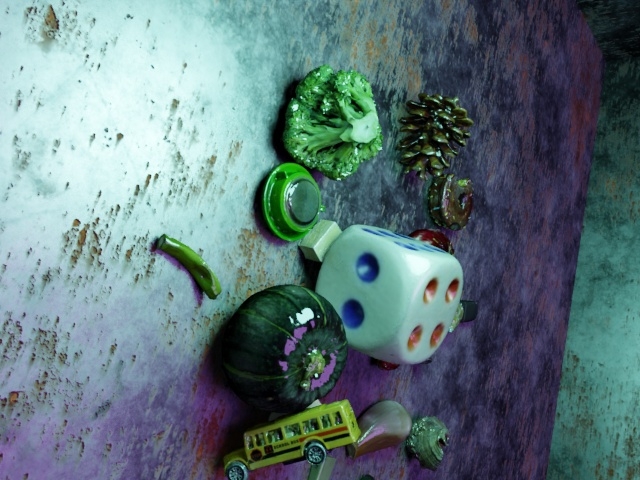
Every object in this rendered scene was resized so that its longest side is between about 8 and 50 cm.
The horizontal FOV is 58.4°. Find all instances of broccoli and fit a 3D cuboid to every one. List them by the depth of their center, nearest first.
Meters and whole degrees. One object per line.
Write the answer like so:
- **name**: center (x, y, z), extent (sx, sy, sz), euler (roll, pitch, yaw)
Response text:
- **broccoli**: center (0.045, -0.308, 1.523), extent (0.307, 0.275, 0.308), euler (-7, 112, -19)

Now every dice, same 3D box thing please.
- **dice**: center (0.185, 0.142, 1.570), extent (0.276, 0.304, 0.305), euler (7, 104, -49)

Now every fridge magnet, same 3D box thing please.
- **fridge magnet**: center (-0.072, -0.102, 1.519), extent (0.208, 0.088, 0.208), euler (-4, 96, -48)

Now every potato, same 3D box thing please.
- **potato**: center (0.001, -0.002, 1.614), extent (0.122, 0.086, 0.061), euler (-52, 130, -25)

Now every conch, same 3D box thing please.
- **conch**: center (0.394, 0.719, 2.027), extent (0.162, 0.245, 0.179), euler (-5, 77, -10)
- **conch**: center (0.493, 0.281, 2.173), extent (0.173, 0.106, 0.116), euler (18, 98, -62)

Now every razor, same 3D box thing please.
- **razor**: center (0.587, 0.285, 2.311), extent (0.148, 0.054, 0.090), euler (6, 91, -48)

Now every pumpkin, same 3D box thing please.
- **pumpkin**: center (-0.085, 0.266, 1.411), extent (0.323, 0.241, 0.324), euler (-6, 99, -45)

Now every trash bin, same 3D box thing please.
- **trash bin**: center (0.003, 0.678, 1.684), extent (0.061, 0.043, 0.092), euler (34, 68, -44)

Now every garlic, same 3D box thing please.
- **garlic**: center (0.202, 0.614, 1.875), extent (0.318, 0.112, 0.143), euler (-9, 102, -37)

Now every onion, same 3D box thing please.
- **onion**: center (0.302, 0.100, 1.870), extent (0.314, 0.232, 0.314), euler (-37, 143, -35)

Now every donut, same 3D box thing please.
- **donut**: center (0.487, -0.145, 2.143), extent (0.230, 0.095, 0.216), euler (-12, 104, -48)

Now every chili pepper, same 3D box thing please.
- **chili pepper**: center (-0.294, 0.055, 1.310), extent (0.052, 0.050, 0.202), euler (-37, 123, 4)

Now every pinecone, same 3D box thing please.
- **pinecone**: center (0.367, -0.352, 1.906), extent (0.244, 0.244, 0.309), euler (27, 84, -46)

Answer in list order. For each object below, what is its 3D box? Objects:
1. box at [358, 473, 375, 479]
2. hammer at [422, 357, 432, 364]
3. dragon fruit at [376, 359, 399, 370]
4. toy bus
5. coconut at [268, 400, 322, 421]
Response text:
- **box**: center (0.128, 0.928, 1.718), extent (0.345, 0.204, 0.251), euler (-23, 109, -46)
- **hammer**: center (0.286, 0.308, 1.917), extent (0.365, 0.043, 0.111), euler (44, 30, -48)
- **dragon fruit**: center (0.242, 0.353, 1.907), extent (0.094, 0.094, 0.191), euler (56, 42, -34)
- **toy bus**: center (-0.076, 0.488, 1.395), extent (0.121, 0.335, 0.123), euler (26, 47, -78)
- **coconut**: center (-0.064, 0.498, 1.526), extent (0.147, 0.152, 0.147), euler (47, 23, -27)
